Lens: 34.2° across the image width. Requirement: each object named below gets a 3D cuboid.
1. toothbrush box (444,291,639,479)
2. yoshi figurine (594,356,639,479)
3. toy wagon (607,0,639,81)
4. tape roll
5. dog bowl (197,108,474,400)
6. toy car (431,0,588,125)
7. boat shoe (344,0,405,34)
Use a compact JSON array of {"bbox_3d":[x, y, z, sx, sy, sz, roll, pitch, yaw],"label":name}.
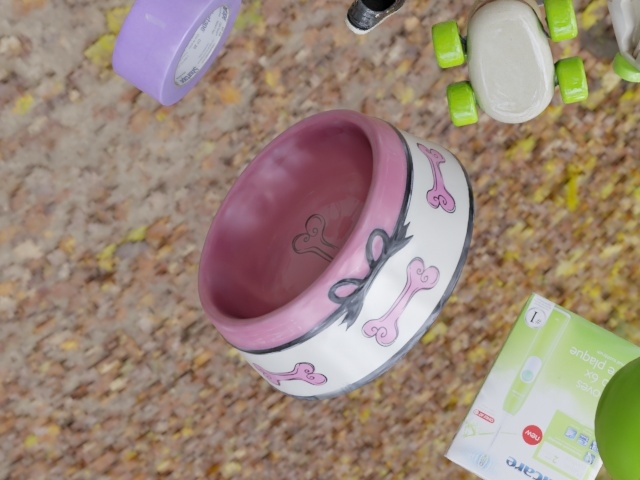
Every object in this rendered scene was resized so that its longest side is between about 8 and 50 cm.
[{"bbox_3d":[0.344,0.254,1.582,0.283,0.206,0.122,-60,169,-7],"label":"toothbrush box"},{"bbox_3d":[0.294,0.054,0.653,0.204,0.203,0.362,11,108,-36],"label":"yoshi figurine"},{"bbox_3d":[0.472,-0.318,1.378,0.068,0.344,0.267,-20,144,-26],"label":"toy wagon"},{"bbox_3d":[-0.189,-0.279,1.385,0.189,0.080,0.189,-56,175,-7],"label":"tape roll"},{"bbox_3d":[0.000,0.000,1.400,0.150,0.408,0.408,35,104,-33],"label":"dog bowl"},{"bbox_3d":[0.220,-0.238,1.228,0.155,0.188,0.148,-11,120,13],"label":"toy car"},{"bbox_3d":[0.076,-0.293,1.234,0.133,0.049,0.042,-51,-179,-39],"label":"boat shoe"}]
